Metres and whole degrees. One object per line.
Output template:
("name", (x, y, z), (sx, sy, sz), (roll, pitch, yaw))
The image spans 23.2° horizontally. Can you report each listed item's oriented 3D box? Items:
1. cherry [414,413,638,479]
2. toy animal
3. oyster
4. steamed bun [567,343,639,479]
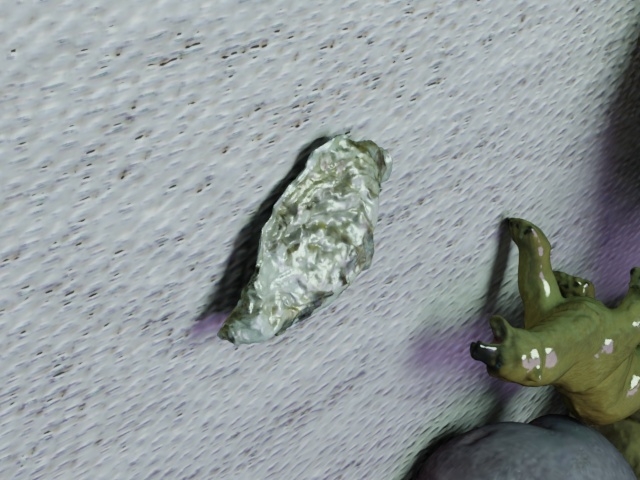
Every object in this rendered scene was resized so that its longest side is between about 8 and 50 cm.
("cherry", (0.145, 0.195, 1.024), (0.176, 0.176, 0.140), (-15, 148, -52))
("toy animal", (0.162, 0.063, 0.971), (0.101, 0.103, 0.218), (-67, 153, -8))
("oyster", (-0.001, 0.000, 0.735), (0.098, 0.037, 0.100), (-9, 125, -55))
("steamed bun", (0.255, 0.134, 1.115), (0.155, 0.140, 0.172), (39, 68, -85))
